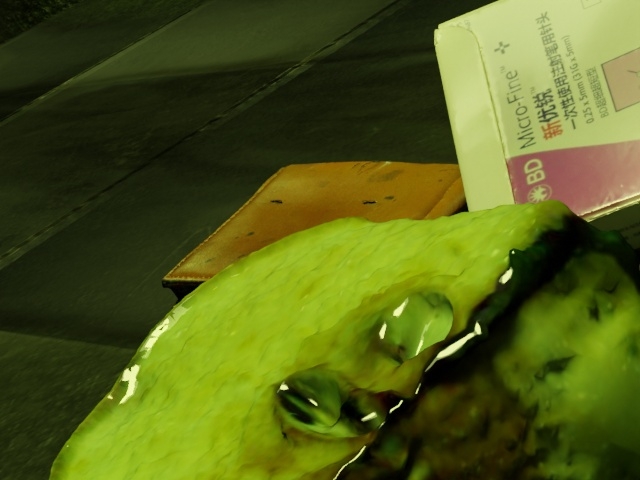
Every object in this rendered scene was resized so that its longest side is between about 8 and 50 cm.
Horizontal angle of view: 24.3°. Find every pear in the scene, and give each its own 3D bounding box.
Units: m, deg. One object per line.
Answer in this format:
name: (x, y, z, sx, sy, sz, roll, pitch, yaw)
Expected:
pear: (-0.004, 0.113, 0.598, 0.238, 0.164, 0.255, -46, 23, -26)

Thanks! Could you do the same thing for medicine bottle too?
medicine bottle: (0.165, -0.078, 0.903, 0.171, 0.052, 0.201, -19, 50, 16)

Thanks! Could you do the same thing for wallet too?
wallet: (0.002, 0.002, 1.032, 0.195, 0.042, 0.161, -1, 34, 42)
